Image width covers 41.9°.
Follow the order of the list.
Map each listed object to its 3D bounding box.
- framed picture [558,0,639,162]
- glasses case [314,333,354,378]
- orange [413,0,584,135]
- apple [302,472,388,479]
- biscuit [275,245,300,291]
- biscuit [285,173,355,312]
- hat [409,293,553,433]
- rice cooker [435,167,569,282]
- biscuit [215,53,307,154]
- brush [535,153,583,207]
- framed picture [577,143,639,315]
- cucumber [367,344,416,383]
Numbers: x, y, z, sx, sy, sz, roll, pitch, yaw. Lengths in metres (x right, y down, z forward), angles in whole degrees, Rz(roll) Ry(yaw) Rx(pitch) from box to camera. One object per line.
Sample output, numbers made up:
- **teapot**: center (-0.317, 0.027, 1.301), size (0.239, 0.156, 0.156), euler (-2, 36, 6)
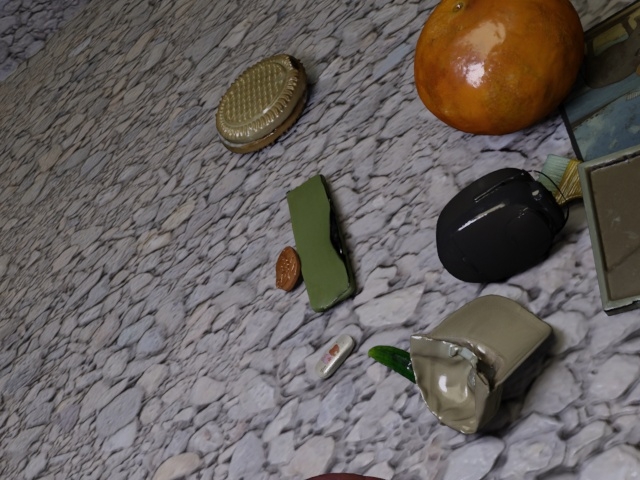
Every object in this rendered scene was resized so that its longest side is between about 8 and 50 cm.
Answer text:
- **framed picture**: center (0.499, -0.248, 1.304), size (0.265, 0.016, 0.347), euler (-29, 43, 27)
- **glasses case**: center (0.023, 0.190, 1.370), size (0.083, 0.021, 0.032), euler (-50, 42, -3)
- **orange**: center (0.290, -0.311, 1.386), size (0.284, 0.226, 0.283), euler (-26, 44, 27)
- **apple**: center (0.044, 0.410, 0.981), size (0.306, 0.306, 0.234), euler (6, 86, 43)
- **biscuit**: center (-0.064, 0.055, 1.538), size (0.078, 0.015, 0.091), euler (-61, 29, 21)
- **biscuit**: center (0.000, 0.000, 1.533), size (0.099, 0.038, 0.322), euler (-35, 42, 19)
- **hat**: center (0.237, 0.177, 1.180), size (0.173, 0.144, 0.166), euler (-11, 30, -28)
- **rice cooker**: center (0.265, -0.025, 1.248), size (0.203, 0.142, 0.118), euler (-34, 31, 17)
- **biscuit**: center (-0.133, -0.307, 1.865), size (0.259, 0.079, 0.259), euler (-23, 45, 25)
- **brush**: center (0.412, -0.072, 1.235), size (0.218, 0.010, 0.082), euler (23, 83, 45)
- **framed picture**: center (0.522, -0.052, 1.106), size (0.335, 0.022, 0.247), euler (-20, 54, 31)
- **cucumber**: center (0.131, 0.188, 1.268), size (0.168, 0.039, 0.039), euler (22, 74, 49)
